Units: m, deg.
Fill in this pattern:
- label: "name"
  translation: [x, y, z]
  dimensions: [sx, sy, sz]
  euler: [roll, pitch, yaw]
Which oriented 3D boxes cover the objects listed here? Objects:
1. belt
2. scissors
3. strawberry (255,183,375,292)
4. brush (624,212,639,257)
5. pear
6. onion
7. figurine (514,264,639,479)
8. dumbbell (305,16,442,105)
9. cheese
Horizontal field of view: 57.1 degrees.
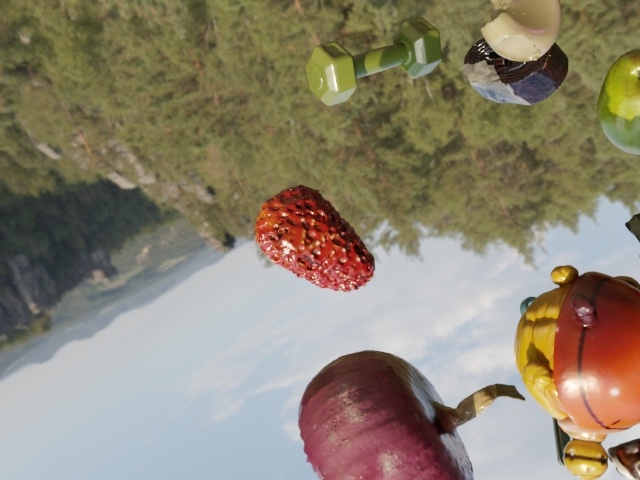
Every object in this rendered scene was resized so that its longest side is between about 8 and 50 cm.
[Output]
- label: "belt"
  translation: [0.550, -0.483, 1.661]
  dimensions: [0.164, 0.184, 0.289]
  euler: [20, -176, -36]
- label: "scissors"
  translation: [0.523, 0.302, 1.297]
  dimensions: [0.029, 0.193, 0.447]
  euler: [-52, -171, 39]
- label: "strawberry"
  translation: [0.000, 0.000, 0.811]
  dimensions: [0.121, 0.188, 0.082]
  euler: [-59, -175, -3]
- label: "brush"
  translation: [0.519, 0.100, 0.806]
  dimensions: [0.070, 0.323, 0.051]
  euler: [9, 145, -41]
- label: "pear"
  translation: [0.629, -0.267, 1.129]
  dimensions: [0.188, 0.219, 0.187]
  euler: [-15, -131, 19]
- label: "onion"
  translation: [0.128, 0.340, 1.024]
  dimensions: [0.345, 0.358, 0.358]
  euler: [-60, 176, 13]
- label: "figurine"
  translation: [0.413, 0.173, 0.831]
  dimensions: [0.196, 0.323, 0.320]
  euler: [-30, -148, 61]
- label: "dumbbell"
  translation: [0.115, -0.375, 1.226]
  dimensions: [0.302, 0.121, 0.108]
  euler: [-24, 145, -25]
- label: "cheese"
  translation: [0.411, -0.507, 1.201]
  dimensions: [0.163, 0.286, 0.082]
  euler: [10, 165, -14]
